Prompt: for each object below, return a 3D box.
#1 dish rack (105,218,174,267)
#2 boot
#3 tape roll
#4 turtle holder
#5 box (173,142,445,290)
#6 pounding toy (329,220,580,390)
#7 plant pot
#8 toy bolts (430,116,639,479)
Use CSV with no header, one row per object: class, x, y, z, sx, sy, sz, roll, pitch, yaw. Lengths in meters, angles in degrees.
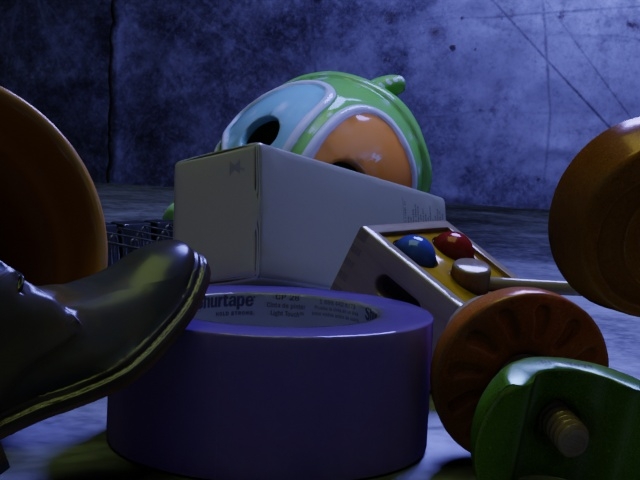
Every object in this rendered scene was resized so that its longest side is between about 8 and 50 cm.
dish rack,-0.144,0.022,1.296,0.271,0.074,0.208,9,10,38
boot,-0.144,0.030,0.593,0.082,0.106,0.219,4,32,42
tape roll,-0.030,0.078,0.728,0.189,0.080,0.189,3,6,0
turtle holder,-0.039,-0.076,1.484,0.320,0.243,0.227,15,27,24
box,0.000,0.000,1.068,0.094,0.113,0.275,-9,-14,37
pounding toy,0.108,0.041,0.923,0.141,0.100,0.130,40,27,31
plant pot,-0.255,0.016,0.764,0.205,0.205,0.188,0,-9,-25
toy bolts,0.185,0.032,0.684,0.228,0.218,0.158,8,18,-13
